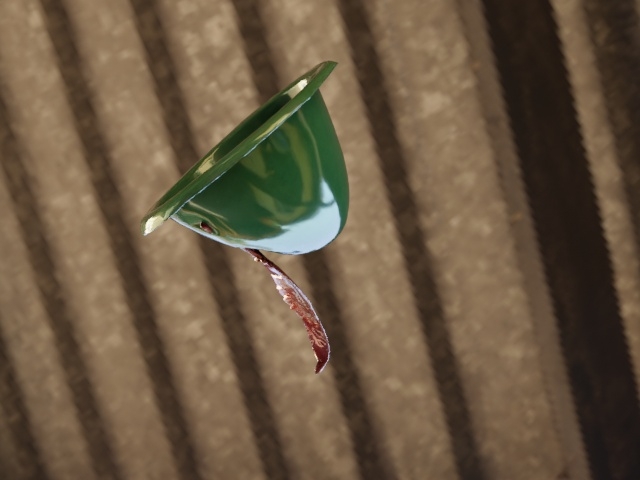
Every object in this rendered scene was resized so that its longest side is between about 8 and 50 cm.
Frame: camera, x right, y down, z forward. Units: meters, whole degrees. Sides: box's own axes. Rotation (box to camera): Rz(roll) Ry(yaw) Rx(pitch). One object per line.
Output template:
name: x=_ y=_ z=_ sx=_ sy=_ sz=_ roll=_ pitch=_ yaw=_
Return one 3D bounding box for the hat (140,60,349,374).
hat: x=0.000 y=0.000 z=1.186 sx=0.173 sy=0.208 sz=0.183 roll=-39 pitch=-82 yaw=10
